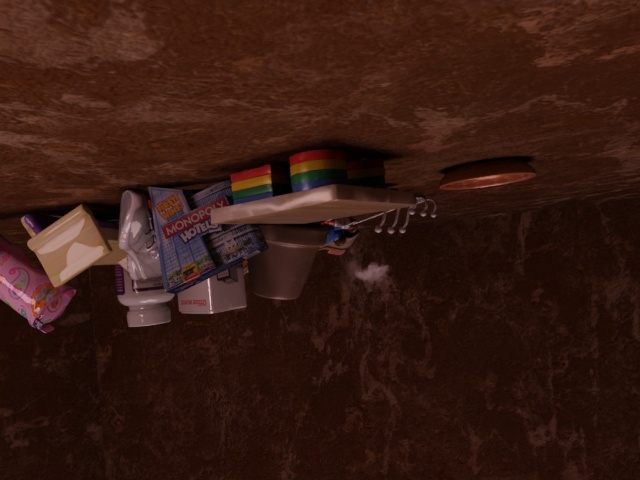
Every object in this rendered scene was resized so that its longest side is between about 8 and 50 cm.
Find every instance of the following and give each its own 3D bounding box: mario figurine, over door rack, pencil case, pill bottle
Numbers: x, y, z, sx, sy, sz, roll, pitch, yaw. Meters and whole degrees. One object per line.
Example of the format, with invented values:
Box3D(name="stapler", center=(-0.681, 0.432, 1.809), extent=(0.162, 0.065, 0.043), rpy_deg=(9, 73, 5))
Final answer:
Box3D(name="mario figurine", center=(0.000, 0.000, 1.953), extent=(0.321, 0.198, 0.170), rpy_deg=(-10, -157, -44))
Box3D(name="over door rack", center=(0.166, -0.069, 1.641), extent=(0.324, 0.108, 0.239), rpy_deg=(-7, 177, 26))
Box3D(name="pencil case", center=(-0.674, 0.075, 1.179), extent=(0.284, 0.124, 0.124), rpy_deg=(37, 178, 1))
Box3D(name="pill bottle", center=(-0.523, 0.099, 1.624), extent=(0.169, 0.301, 0.169), rpy_deg=(-6, 178, 0))

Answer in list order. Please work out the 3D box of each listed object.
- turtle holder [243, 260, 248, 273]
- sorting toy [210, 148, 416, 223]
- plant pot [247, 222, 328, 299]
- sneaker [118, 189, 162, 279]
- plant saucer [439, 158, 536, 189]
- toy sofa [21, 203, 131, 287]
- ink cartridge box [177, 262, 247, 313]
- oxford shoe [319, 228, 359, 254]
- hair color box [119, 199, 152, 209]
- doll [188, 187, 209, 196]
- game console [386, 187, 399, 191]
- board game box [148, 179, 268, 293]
Box3D(name="turtle holder", center=(-0.354, 0.060, 1.779), extent=(0.227, 0.243, 0.320), rpy_deg=(-32, 168, -37))
Box3D(name="sorting toy", center=(-0.010, -0.088, 0.927), extent=(0.255, 0.089, 0.257), rpy_deg=(-8, 177, 35))
Box3D(name="plant pot", center=(-0.117, 0.051, 1.632), extent=(0.263, 0.229, 0.263), rpy_deg=(7, -174, -1))
Box3D(name="sneaker", center=(-0.335, -0.012, 1.091), extent=(0.115, 0.105, 0.281), rpy_deg=(-1, 154, -11))
Box3D(name="plant saucer", center=(0.356, -0.142, 1.171), extent=(0.200, 0.037, 0.200), rpy_deg=(-7, 178, 0))
Box3D(name="toy sofa", center=(-0.508, -0.010, 1.289), extent=(0.150, 0.177, 0.362), rpy_deg=(-31, 174, 6))
Box3D(name="ink cartridge box", center=(-0.310, 0.058, 1.494), extent=(0.115, 0.272, 0.198), rpy_deg=(-4, 177, -39))
Box3D(name="oxford shoe", center=(0.006, -0.038, 2.276), extent=(0.146, 0.140, 0.397), rpy_deg=(-43, 153, 28))
Box3D(name="hair color box", center=(-0.349, -0.061, 1.195), extent=(0.167, 0.053, 0.093), rpy_deg=(-6, 178, -23))
Box3D(name="doll", center=(-0.240, -0.075, 1.124), extent=(0.189, 0.046, 0.129), rpy_deg=(-5, 164, -11))
Box3D(name="game console", center=(-0.051, -0.091, 1.321), extent=(0.387, 0.060, 0.342), rpy_deg=(-4, 174, -44))
Box3D(name="board game box", center=(-0.224, -0.031, 0.995), extent=(0.194, 0.194, 0.060), rpy_deg=(-27, 169, 1))
